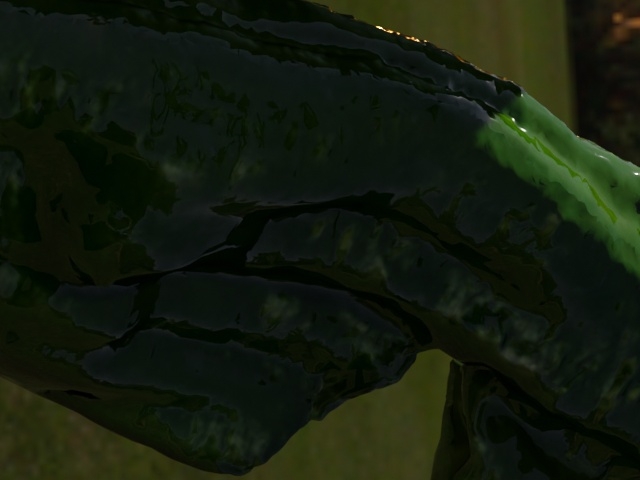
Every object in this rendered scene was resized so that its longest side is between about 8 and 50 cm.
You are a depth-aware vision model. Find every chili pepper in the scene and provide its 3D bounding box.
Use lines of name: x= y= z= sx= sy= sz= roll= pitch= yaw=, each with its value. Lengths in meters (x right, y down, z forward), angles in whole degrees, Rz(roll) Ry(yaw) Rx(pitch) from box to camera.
chili pepper: x=-0.001 y=0.001 z=0.406 sx=0.099 sy=0.253 sz=0.083 roll=-58 pitch=-158 yaw=26
